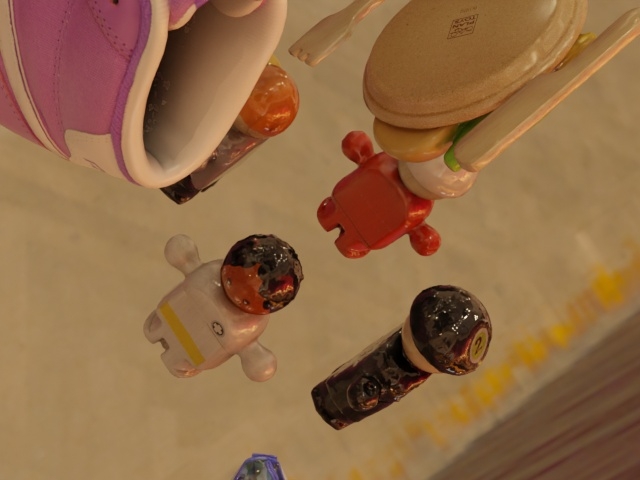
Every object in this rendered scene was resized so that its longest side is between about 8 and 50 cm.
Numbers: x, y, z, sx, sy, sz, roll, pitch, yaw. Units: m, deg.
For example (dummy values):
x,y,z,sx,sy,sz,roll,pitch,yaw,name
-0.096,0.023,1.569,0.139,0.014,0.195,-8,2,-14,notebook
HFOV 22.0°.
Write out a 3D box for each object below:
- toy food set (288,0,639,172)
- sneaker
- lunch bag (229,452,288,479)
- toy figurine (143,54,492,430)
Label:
x,y,z,sx,sy,sz,roll,pitch,yaw,name
0.076,-0.092,0.834,0.038,0.132,0.192,56,-9,-35,toy food set
-0.065,-0.153,0.558,0.102,0.282,0.161,-22,37,-35,sneaker
-0.039,0.208,0.994,0.096,0.129,0.151,4,79,-1,lunch bag
0.000,0.000,1.066,0.209,0.148,0.213,21,55,-27,toy figurine
